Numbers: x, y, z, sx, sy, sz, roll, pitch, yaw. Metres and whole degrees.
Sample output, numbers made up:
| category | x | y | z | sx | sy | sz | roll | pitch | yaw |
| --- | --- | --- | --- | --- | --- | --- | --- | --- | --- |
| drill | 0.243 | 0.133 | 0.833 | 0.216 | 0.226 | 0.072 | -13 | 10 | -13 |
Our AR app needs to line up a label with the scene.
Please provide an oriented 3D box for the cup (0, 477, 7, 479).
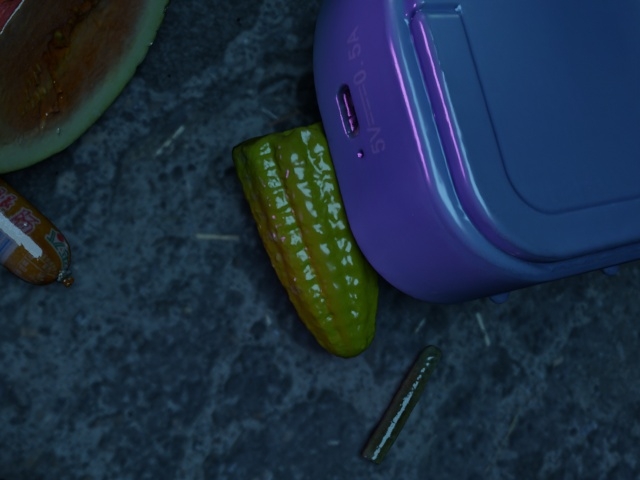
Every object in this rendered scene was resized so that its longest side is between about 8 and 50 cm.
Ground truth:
| category | x | y | z | sx | sy | sz | roll | pitch | yaw |
| --- | --- | --- | --- | --- | --- | --- | --- | --- | --- |
| cup | -0.337 | 0.210 | 0.561 | 0.312 | 0.205 | 0.205 | 25 | 76 | -10 |

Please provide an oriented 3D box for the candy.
| category | x | y | z | sx | sy | sz | roll | pitch | yaw |
| --- | --- | --- | --- | --- | --- | --- | --- | --- | --- |
| candy | 0.000 | 0.000 | 0.737 | 0.094 | 0.106 | 0.199 | -19 | 89 | 0 |

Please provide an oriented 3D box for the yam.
| category | x | y | z | sx | sy | sz | roll | pitch | yaw |
| --- | --- | --- | --- | --- | --- | --- | --- | --- | --- |
| yam | 0.072 | 0.141 | 0.773 | 0.021 | 0.021 | 0.116 | 35 | 73 | -7 |

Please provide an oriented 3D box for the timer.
| category | x | y | z | sx | sy | sz | roll | pitch | yaw |
| --- | --- | --- | --- | --- | --- | --- | --- | --- | --- |
| timer | 0.169 | -0.146 | 0.757 | 0.395 | 0.173 | 0.395 | 9 | 72 | -28 |

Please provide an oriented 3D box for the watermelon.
| category | x | y | z | sx | sy | sz | roll | pitch | yaw |
| --- | --- | --- | --- | --- | --- | --- | --- | --- | --- |
| watermelon | -0.201 | -0.155 | 0.702 | 0.128 | 0.159 | 0.303 | 47 | 68 | -34 |

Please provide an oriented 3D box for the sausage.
| category | x | y | z | sx | sy | sz | roll | pitch | yaw |
| --- | --- | --- | --- | --- | --- | --- | --- | --- | --- |
| sausage | -0.324 | -0.083 | 0.691 | 0.348 | 0.053 | 0.053 | 42 | 74 | -5 |
